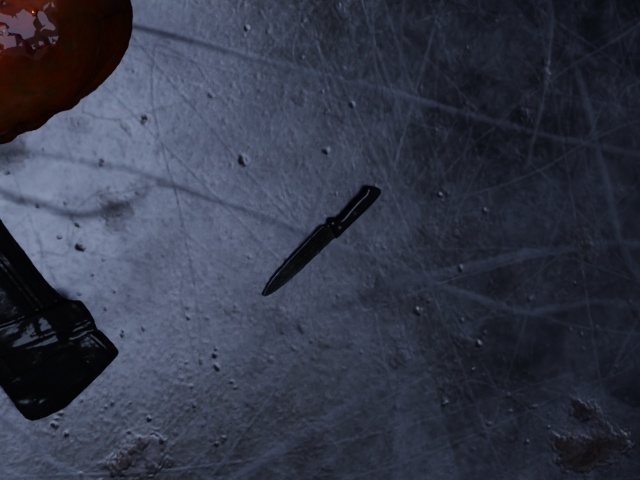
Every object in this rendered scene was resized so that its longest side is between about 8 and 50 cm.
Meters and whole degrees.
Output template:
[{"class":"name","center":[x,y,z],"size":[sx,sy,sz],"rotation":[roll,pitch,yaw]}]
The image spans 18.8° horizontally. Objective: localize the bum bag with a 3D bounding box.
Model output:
[{"class":"bum bag","center":[-0.313,0.067,1.932],"size":[0.123,0.060,0.248],"rotation":[-41,111,-9]}]

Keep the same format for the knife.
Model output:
[{"class":"knife","center":[0.000,0.000,2.064],"size":[0.170,0.010,0.023],"rotation":[-44,110,-7]}]

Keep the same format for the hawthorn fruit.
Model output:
[{"class":"hawthorn fruit","center":[-0.336,-0.230,1.787],"size":[0.276,0.276,0.307],"rotation":[-41,89,-10]}]
